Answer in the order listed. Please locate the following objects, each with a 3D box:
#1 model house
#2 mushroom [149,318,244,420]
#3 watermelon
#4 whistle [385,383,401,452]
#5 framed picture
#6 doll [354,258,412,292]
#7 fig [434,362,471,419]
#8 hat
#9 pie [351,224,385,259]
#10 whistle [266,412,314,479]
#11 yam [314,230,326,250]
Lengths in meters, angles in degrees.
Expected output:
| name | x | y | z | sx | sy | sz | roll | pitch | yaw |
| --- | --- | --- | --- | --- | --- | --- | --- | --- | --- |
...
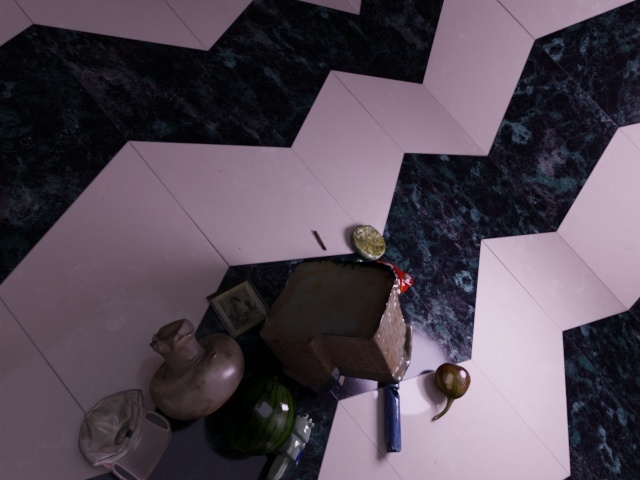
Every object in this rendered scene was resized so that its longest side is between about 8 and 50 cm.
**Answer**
| name | x | y | z | sx | sy | sz | roll | pitch | yaw |
| --- | --- | --- | --- | --- | --- | --- | --- | --- | --- |
| model house | 0.096 | 0.330 | 1.584 | 0.400 | 0.445 | 0.395 | 65 | 36 | -34 |
| mushroom | -0.394 | 0.377 | 1.324 | 0.297 | 0.297 | 0.290 | -41 | 112 | -39 |
| watermelon | -0.197 | 0.553 | 1.381 | 0.242 | 0.242 | 0.242 | 13 | 57 | -22 |
| whistle | 0.284 | 0.662 | 1.694 | 0.062 | 0.062 | 0.304 | 17 | 56 | -19 |
| framed picture | -0.301 | 0.251 | 1.643 | 0.199 | 0.010 | 0.195 | -28 | 78 | -37 |
| doll | 0.266 | 0.180 | 1.901 | 0.363 | 0.160 | 0.183 | 4 | 62 | -30 |
| fig | 0.537 | 0.637 | 1.813 | 0.149 | 0.149 | 0.245 | 29 | 65 | -11 |
| hat | -0.567 | 0.577 | 1.269 | 0.219 | 0.164 | 0.226 | -60 | 138 | -42 |
| pie | 0.228 | 0.009 | 2.056 | 0.186 | 0.041 | 0.187 | 14 | 56 | -22 |
| whistle | -0.101 | 0.687 | 1.444 | 0.244 | 0.110 | 0.092 | -57 | 131 | -40 |
| yam | 0.000 | 0.000 | 1.952 | 0.014 | 0.014 | 0.107 | -20 | 74 | -36 |
